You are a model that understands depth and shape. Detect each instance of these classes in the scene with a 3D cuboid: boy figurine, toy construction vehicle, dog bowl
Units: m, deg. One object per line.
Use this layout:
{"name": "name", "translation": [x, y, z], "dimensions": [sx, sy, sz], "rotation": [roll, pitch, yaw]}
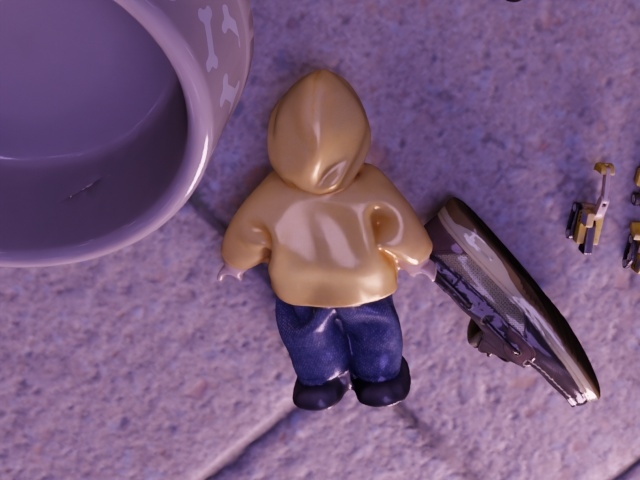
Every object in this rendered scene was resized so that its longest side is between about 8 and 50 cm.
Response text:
{"name": "boy figurine", "translation": [0.000, 0.000, 1.222], "dimensions": [0.177, 0.092, 0.285], "rotation": [-6, 115, 9]}
{"name": "toy construction vehicle", "translation": [0.258, -0.017, 1.293], "dimensions": [0.085, 0.035, 0.098], "rotation": [7, 114, -14]}
{"name": "dog bowl", "translation": [-0.223, -0.117, 1.049], "dimensions": [0.348, 0.102, 0.349], "rotation": [1, 136, 1]}

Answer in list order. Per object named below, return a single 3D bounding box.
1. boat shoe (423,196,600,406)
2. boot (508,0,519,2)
{"name": "boat shoe", "translation": [0.154, 0.063, 1.293], "dimensions": [0.073, 0.080, 0.223], "rotation": [-35, 111, 13]}
{"name": "boot", "translation": [0.153, -0.307, 1.119], "dimensions": [0.161, 0.083, 0.246], "rotation": [21, 117, -25]}
